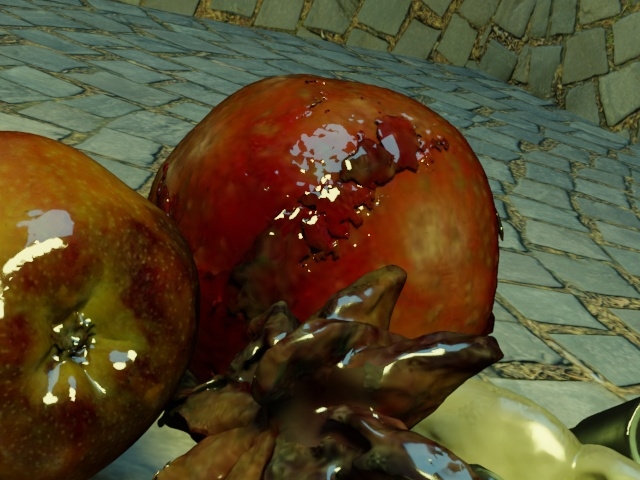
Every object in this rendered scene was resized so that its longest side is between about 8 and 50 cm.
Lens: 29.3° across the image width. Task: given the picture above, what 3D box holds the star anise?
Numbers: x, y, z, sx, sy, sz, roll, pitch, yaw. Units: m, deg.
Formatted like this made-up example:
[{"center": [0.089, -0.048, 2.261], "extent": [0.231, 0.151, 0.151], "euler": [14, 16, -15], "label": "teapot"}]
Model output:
[{"center": [-0.017, 0.107, 0.702], "extent": [0.272, 0.272, 0.102], "euler": [38, -14, 51], "label": "star anise"}]

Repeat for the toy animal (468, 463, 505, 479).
[{"center": [0.094, 0.213, 0.706], "extent": [0.225, 0.094, 0.121], "euler": [32, 39, 22], "label": "toy animal"}]

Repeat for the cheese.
[{"center": [0.148, 0.175, 0.819], "extent": [0.263, 0.093, 0.159], "euler": [28, -15, 29], "label": "cheese"}]

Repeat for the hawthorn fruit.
[{"center": [0.010, 0.010, 0.977], "extent": [0.315, 0.316, 0.316], "euler": [15, 17, -5], "label": "hawthorn fruit"}]

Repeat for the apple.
[{"center": [-0.182, 0.043, 0.740], "extent": [0.229, 0.230, 0.230], "euler": [15, 17, -5], "label": "apple"}]

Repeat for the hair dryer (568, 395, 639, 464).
[{"center": [0.297, 0.219, 0.919], "extent": [0.248, 0.078, 0.195], "euler": [42, -15, 6], "label": "hair dryer"}]
